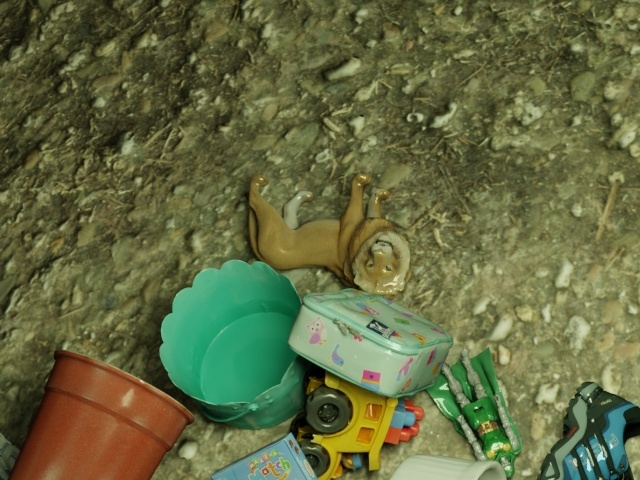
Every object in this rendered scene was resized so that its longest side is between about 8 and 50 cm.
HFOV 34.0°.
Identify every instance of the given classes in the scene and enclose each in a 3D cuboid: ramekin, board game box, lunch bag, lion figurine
[{"bbox_3d":[0.177,0.457,1.589,0.135,0.277,0.277,8,63,27],"label":"ramekin"},{"bbox_3d":[-0.062,0.440,1.703,0.160,0.039,0.212,-30,90,23],"label":"board game box"},{"bbox_3d":[0.082,0.160,1.729,0.224,0.279,0.108,29,100,24],"label":"lunch bag"},{"bbox_3d":[0.000,0.000,1.996,0.392,0.142,0.240,-2,67,30],"label":"lion figurine"}]

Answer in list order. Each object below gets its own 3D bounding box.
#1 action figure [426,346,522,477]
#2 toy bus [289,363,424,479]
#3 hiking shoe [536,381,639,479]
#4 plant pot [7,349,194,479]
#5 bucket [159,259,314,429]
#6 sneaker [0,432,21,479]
[{"bbox_3d":[0.273,0.297,1.776,0.137,0.063,0.232,-27,57,3],"label":"action figure"},{"bbox_3d":[0.060,0.318,1.769,0.211,0.149,0.220,16,105,-7],"label":"toy bus"},{"bbox_3d":[0.425,0.369,1.661,0.132,0.113,0.304,18,67,24],"label":"hiking shoe"},{"bbox_3d":[-0.395,0.366,1.790,0.272,0.272,0.265,16,67,23],"label":"plant pot"},{"bbox_3d":[-0.135,0.196,1.871,0.281,0.183,0.281,-7,58,11],"label":"bucket"},{"bbox_3d":[-0.588,0.417,1.926,0.130,0.112,0.296,-7,45,-24],"label":"sneaker"}]
